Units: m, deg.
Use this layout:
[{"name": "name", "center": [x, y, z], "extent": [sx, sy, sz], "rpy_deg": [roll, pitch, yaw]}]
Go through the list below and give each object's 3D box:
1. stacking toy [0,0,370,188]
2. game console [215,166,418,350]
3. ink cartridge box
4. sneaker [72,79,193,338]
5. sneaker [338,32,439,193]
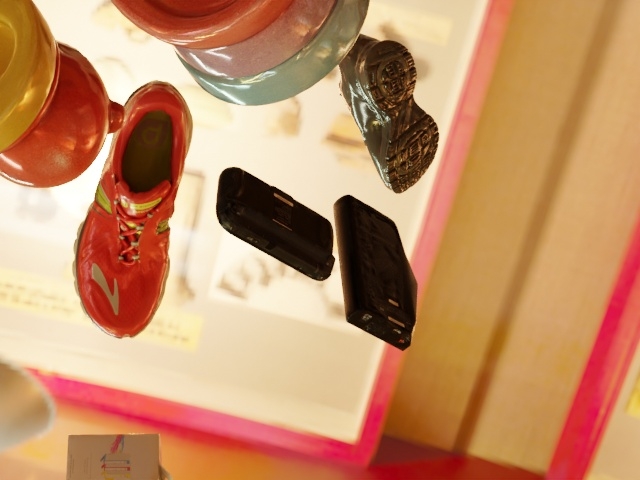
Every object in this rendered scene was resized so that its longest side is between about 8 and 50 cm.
[{"name": "stacking toy", "center": [-0.117, -0.183, 0.932], "extent": [0.309, 0.279, 0.130], "rpy_deg": [-17, 153, 22]}, {"name": "game console", "center": [0.000, 0.000, 1.992], "extent": [0.361, 0.044, 0.213], "rpy_deg": [30, -143, -33]}, {"name": "ink cartridge box", "center": [-0.270, 0.320, 1.991], "extent": [0.143, 0.092, 0.090], "rpy_deg": [0, -117, -4]}, {"name": "sneaker", "center": [-0.199, -0.032, 1.529], "extent": [0.107, 0.279, 0.118], "rpy_deg": [9, -177, -8]}, {"name": "sneaker", "center": [0.094, -0.198, 2.201], "extent": [0.109, 0.286, 0.130], "rpy_deg": [-34, -137, -22]}]
